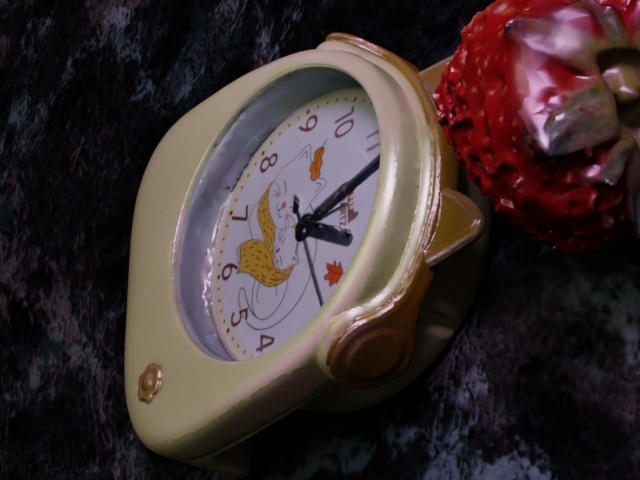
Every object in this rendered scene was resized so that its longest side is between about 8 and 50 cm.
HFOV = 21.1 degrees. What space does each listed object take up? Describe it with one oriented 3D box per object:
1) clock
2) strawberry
[{"bbox_3d":[0.000,0.000,1.251,0.348,0.117,0.286,-27,51,39],"label":"clock"},{"bbox_3d":[0.157,-0.090,1.062,0.201,0.184,0.187,21,101,60],"label":"strawberry"}]
